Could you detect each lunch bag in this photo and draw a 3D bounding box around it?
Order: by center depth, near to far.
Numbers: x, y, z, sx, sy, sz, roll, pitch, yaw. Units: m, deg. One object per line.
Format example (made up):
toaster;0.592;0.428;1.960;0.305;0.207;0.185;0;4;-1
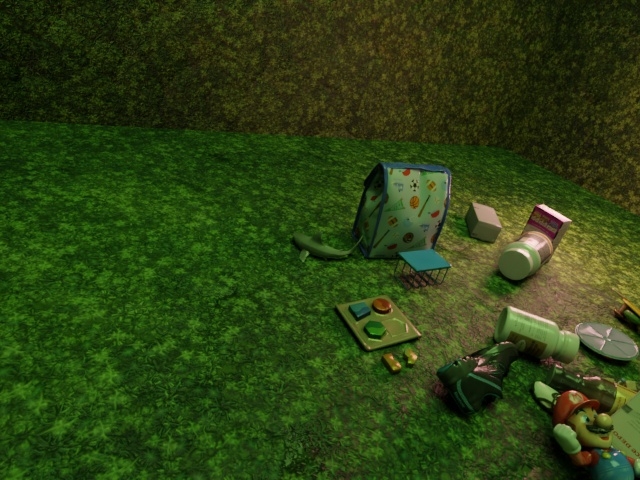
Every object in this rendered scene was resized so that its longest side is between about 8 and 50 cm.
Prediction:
lunch bag;0.337;-0.137;1.788;0.327;0.386;0.239;0;33;-21

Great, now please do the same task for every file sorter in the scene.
file sorter;0.387;0.113;1.662;0.170;0.105;0.118;-5;35;-28

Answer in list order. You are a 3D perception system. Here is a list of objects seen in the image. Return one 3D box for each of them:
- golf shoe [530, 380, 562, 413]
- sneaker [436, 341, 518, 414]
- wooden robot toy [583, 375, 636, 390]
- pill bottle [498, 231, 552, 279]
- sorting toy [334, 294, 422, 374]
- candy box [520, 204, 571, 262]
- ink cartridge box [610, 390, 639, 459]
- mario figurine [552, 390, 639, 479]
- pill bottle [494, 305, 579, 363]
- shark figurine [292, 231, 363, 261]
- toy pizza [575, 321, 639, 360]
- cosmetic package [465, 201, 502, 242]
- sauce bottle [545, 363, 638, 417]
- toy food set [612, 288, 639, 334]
golf shoe;0.684;0.456;1.207;0.077;0.094;0.198;-5;33;-26
sneaker;0.473;0.390;1.247;0.340;0.125;0.140;-8;63;-37
wooden robot toy;0.877;0.464;1.322;0.173;0.076;0.079;8;65;-9
pill bottle;0.891;0.067;1.883;0.162;0.162;0.278;33;35;31
sorting toy;0.208;0.280;1.369;0.229;0.041;0.307;-4;34;-28
candy box;1.046;-0.030;2.037;0.071;0.234;0.159;-5;35;-29
ink cartridge box;0.852;0.480;1.093;0.092;0.218;0.158;31;15;-42
mario figurine;0.672;0.500;1.001;0.198;0.170;0.321;35;28;-44
pill bottle;0.706;0.314;1.417;0.229;0.131;0.131;20;30;12
shark figurine;0.021;0.013;1.685;0.278;0.116;0.166;11;31;1
toy pizza;1.020;0.364;1.547;0.201;0.032;0.201;4;27;-2
cosmetic package;0.823;-0.093;2.192;0.127;0.107;0.238;16;27;0
sauce bottle;0.836;0.462;1.238;0.344;0.111;0.111;24;31;19
toy food set;1.244;0.305;1.724;0.128;0.071;0.218;27;25;-25
